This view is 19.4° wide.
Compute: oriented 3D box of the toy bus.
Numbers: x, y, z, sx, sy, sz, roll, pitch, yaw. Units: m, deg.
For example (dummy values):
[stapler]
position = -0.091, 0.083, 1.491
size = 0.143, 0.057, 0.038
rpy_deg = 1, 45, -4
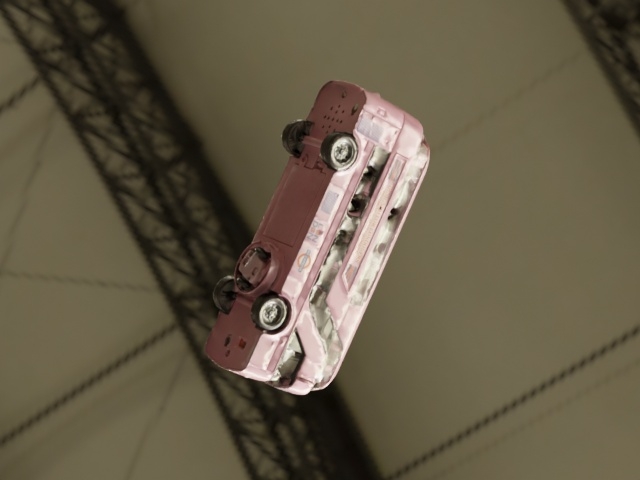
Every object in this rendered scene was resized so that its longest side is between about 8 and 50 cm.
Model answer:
[toy bus]
position = 0.000, 0.000, 1.228
size = 0.063, 0.090, 0.203
rpy_deg = 22, -93, 54
